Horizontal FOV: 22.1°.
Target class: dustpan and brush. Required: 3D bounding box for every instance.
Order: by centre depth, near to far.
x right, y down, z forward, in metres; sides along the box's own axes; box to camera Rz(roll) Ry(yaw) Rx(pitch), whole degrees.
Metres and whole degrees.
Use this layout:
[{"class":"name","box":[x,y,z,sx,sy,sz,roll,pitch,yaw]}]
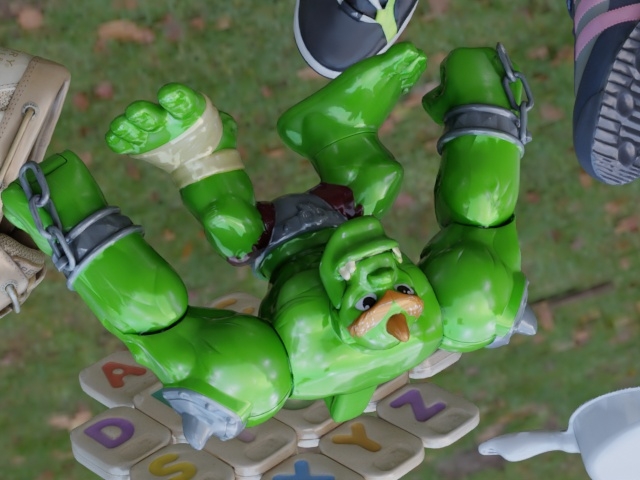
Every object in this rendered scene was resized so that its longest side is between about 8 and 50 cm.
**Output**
[{"class":"dustpan and brush","box":[0.211,0.146,1.183,0.211,0.060,0.147,-20,141,25]}]

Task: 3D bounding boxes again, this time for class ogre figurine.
[{"class":"ogre figurine","box":[0.000,0.000,0.593,0.197,0.118,0.097,-10,160,-38]}]

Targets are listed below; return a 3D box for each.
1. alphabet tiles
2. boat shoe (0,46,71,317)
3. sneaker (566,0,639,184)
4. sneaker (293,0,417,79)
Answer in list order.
[{"class":"alphabet tiles","box":[-0.036,0.112,1.216,0.284,0.278,0.021,-28,126,-34]},{"class":"boat shoe","box":[-0.276,0.016,1.296,0.110,0.341,0.121,13,-168,0]},{"class":"sneaker","box":[0.272,-0.200,1.503,0.112,0.319,0.131,28,164,-38]},{"class":"sneaker","box":[0.050,-0.221,1.154,0.235,0.084,0.097,-58,177,11]}]
